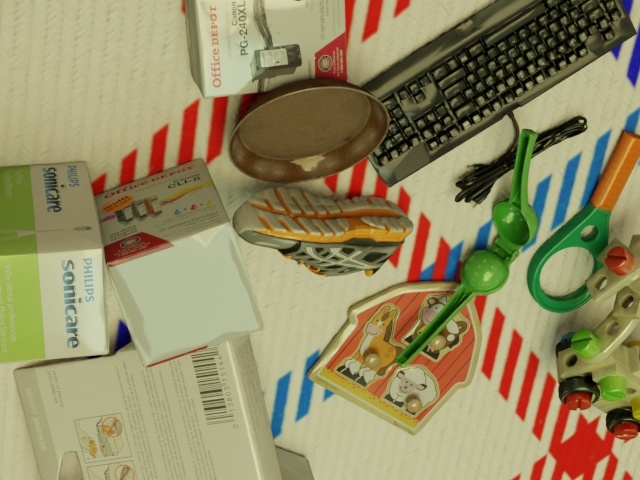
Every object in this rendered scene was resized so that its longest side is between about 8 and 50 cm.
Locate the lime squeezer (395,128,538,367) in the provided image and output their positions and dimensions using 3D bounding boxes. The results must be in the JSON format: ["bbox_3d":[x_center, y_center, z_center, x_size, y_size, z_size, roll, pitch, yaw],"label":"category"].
[{"bbox_3d":[0.188,0.015,1.481,0.059,0.110,0.310,34,113,15],"label":"lime squeezer"}]

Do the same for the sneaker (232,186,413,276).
[{"bbox_3d":[0.000,0.000,1.417,0.215,0.084,0.083,6,126,-33],"label":"sneaker"}]

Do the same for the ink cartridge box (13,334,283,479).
[{"bbox_3d":[-0.178,0.255,1.469,0.261,0.066,0.296,-10,98,18],"label":"ink cartridge box"}]

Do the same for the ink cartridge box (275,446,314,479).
[{"bbox_3d":[-0.119,0.347,1.577,0.134,0.078,0.231,24,109,-23],"label":"ink cartridge box"}]

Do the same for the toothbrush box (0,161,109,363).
[{"bbox_3d":[-0.355,0.023,1.279,0.283,0.206,0.122,-6,117,-12],"label":"toothbrush box"}]

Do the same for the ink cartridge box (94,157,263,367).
[{"bbox_3d":[-0.147,0.019,1.349,0.128,0.176,0.127,-19,117,-5],"label":"ink cartridge box"}]

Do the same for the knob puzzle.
[{"bbox_3d":[0.109,0.128,1.554,0.213,0.030,0.213,-6,117,-12],"label":"knob puzzle"}]

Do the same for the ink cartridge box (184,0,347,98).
[{"bbox_3d":[-0.054,-0.207,1.322,0.150,0.063,0.109,-9,118,-11],"label":"ink cartridge box"}]

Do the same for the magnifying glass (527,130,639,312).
[{"bbox_3d":[0.313,-0.019,1.538,0.092,0.026,0.231,15,113,-21],"label":"magnifying glass"}]

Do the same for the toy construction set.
[{"bbox_3d":[0.403,0.140,1.554,0.215,0.151,0.328,-26,122,35],"label":"toy construction set"}]

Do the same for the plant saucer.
[{"bbox_3d":[-0.014,-0.116,1.362,0.168,0.029,0.168,-10,150,-6],"label":"plant saucer"}]

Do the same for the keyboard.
[{"bbox_3d":[0.199,-0.152,1.435,0.317,0.033,0.201,-32,120,4],"label":"keyboard"}]
